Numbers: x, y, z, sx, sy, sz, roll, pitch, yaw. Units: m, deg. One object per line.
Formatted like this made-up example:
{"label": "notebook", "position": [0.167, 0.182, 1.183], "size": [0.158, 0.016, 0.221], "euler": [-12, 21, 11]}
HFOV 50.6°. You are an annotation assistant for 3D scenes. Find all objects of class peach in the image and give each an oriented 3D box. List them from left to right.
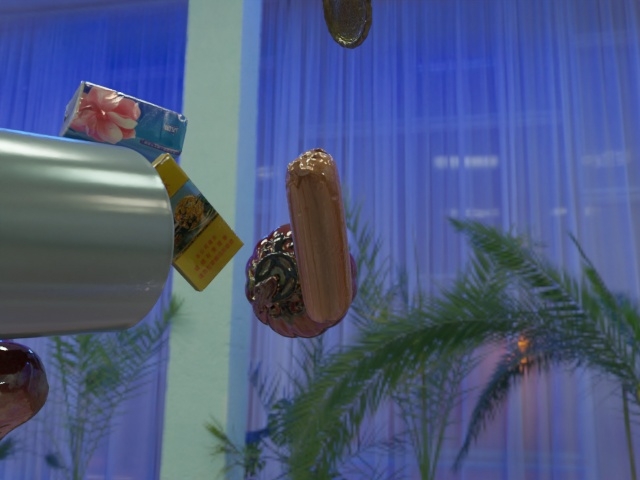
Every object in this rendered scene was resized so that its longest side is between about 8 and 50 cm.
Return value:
{"label": "peach", "position": [-0.386, 0.157, 0.737], "size": [0.152, 0.152, 0.152], "euler": [1, -12, 0]}

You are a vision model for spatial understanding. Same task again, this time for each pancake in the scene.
{"label": "pancake", "position": [0.060, -0.553, 1.614], "size": [0.021, 0.199, 0.199], "euler": [-23, 1, -29]}

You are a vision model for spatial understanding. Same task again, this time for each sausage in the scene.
{"label": "sausage", "position": [-0.001, 0.000, 1.034], "size": [0.086, 0.289, 0.086], "euler": [-5, 29, 3]}

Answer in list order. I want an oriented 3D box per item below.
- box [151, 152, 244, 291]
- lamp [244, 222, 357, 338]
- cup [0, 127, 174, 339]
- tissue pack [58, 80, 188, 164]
{"label": "box", "position": [-0.168, -0.020, 0.823], "size": [0.023, 0.087, 0.155], "euler": [9, -38, 53]}
{"label": "lamp", "position": [-0.041, 0.075, 1.289], "size": [0.227, 0.226, 0.227], "euler": [1, -12, 0]}
{"label": "cup", "position": [-0.316, -0.009, 0.624], "size": [0.206, 0.205, 0.312], "euler": [-8, -7, 35]}
{"label": "tissue pack", "position": [-0.491, -0.269, 1.682], "size": [0.270, 0.137, 0.209], "euler": [17, -17, -30]}
